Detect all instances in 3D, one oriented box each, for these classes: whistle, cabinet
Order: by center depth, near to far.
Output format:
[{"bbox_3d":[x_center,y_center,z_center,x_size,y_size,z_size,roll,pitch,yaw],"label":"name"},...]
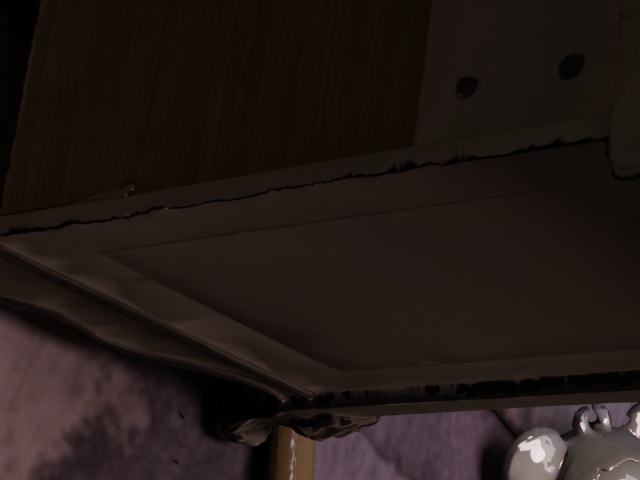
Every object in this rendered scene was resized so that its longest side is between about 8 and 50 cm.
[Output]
[{"bbox_3d":[0.046,-0.091,0.612,0.227,0.318,0.289,28,62,-47],"label":"cabinet"},{"bbox_3d":[0.153,0.201,0.923,0.114,0.077,0.235,-11,100,-25],"label":"whistle"}]

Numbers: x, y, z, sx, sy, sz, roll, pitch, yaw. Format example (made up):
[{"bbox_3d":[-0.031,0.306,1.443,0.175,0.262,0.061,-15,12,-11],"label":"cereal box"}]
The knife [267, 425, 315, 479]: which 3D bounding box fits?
[{"bbox_3d":[-0.002,0.000,0.785,0.047,0.017,0.297,28,59,-51],"label":"knife"}]
